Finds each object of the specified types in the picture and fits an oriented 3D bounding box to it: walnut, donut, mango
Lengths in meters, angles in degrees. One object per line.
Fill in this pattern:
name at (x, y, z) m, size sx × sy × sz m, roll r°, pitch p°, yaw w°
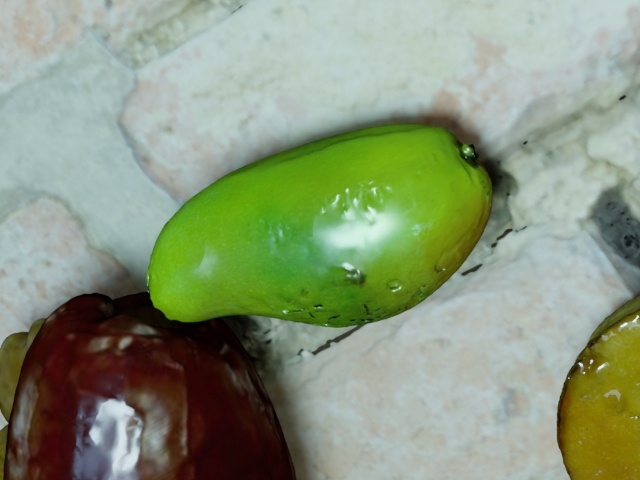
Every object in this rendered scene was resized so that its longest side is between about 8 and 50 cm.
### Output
walnut at (-0.135, 0.158, 1.129) m, size 0.244 × 0.222 × 0.269 m, roll 8°, pitch 108°, yaw 41°
donut at (0.237, 0.103, 1.031) m, size 0.162 × 0.065 × 0.178 m, roll 18°, pitch 122°, yaw 5°
mango at (0.000, 0.000, 1.026) m, size 0.233 × 0.111 × 0.125 m, roll -22°, pitch 89°, yaw 13°
